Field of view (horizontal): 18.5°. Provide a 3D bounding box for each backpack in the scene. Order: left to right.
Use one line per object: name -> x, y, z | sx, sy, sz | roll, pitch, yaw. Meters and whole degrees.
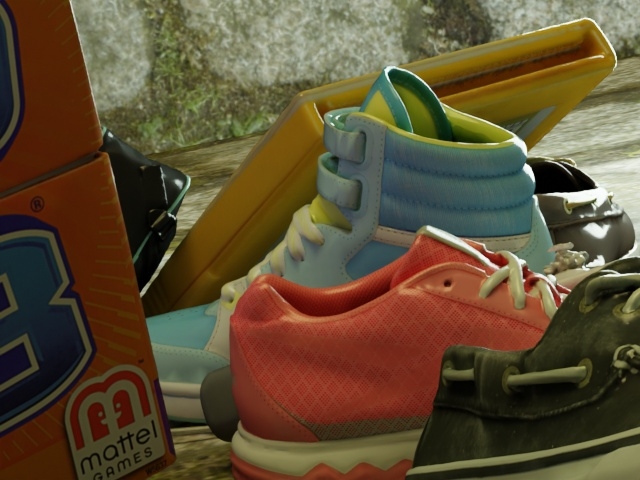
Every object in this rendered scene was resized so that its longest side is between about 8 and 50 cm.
backpack -> -0.196, 0.011, 1.461 | 0.144, 0.166, 0.188 | 27, -22, -4

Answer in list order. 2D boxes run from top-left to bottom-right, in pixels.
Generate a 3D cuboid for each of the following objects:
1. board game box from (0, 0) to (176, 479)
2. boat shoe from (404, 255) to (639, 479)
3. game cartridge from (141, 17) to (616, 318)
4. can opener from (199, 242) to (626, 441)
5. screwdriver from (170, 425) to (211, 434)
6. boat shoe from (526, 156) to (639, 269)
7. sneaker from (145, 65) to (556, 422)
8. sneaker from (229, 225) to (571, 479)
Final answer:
board game box -> -0.347, -0.012, 1.000 | 0.357, 0.356, 0.356 | -25, 26, -33
boat shoe -> 0.121, 0.063, 0.764 | 0.121, 0.119, 0.335 | 7, -13, -27
game cartridge -> 0.034, -0.034, 1.470 | 0.285, 0.052, 0.323 | -18, -21, -36
can opener -> 0.068, 0.072, 1.133 | 0.280, 0.093, 0.074 | -16, -19, 14
screwdriver -> -0.099, 0.123, 1.232 | 0.170, 0.024, 0.025 | -2, 41, 11
boat shoe -> 0.173, -0.012, 1.473 | 0.117, 0.096, 0.324 | -9, 10, 13
sneaker -> 0.000, 0.000, 1.250 | 0.319, 0.208, 0.127 | -7, 13, 17
sneaker -> 0.096, 0.056, 1.038 | 0.314, 0.136, 0.116 | -9, 10, 8
